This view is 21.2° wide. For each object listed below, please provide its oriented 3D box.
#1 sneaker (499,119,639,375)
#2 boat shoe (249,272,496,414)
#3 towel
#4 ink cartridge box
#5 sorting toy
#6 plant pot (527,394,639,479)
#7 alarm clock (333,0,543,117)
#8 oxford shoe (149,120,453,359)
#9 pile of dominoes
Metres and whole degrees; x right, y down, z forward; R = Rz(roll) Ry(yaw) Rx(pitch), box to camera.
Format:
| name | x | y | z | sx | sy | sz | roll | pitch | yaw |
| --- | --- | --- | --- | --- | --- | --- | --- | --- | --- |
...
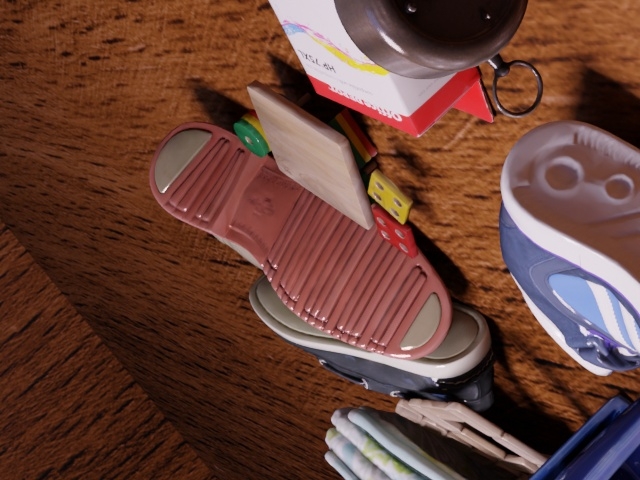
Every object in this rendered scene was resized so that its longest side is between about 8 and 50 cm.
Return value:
| name | x | y | z | sx | sy | sz | roll | pitch | yaw |
| --- | --- | --- | --- | --- | --- | --- | --- | --- | --- |
| sneaker | 0.268 | 0.054 | 1.242 | 0.323 | 0.130 | 0.236 | 36 | 168 | 23 |
| boat shoe | 0.059 | 0.108 | 1.844 | 0.340 | 0.127 | 0.113 | 12 | 139 | 42 |
| towel | 0.207 | 0.316 | 1.840 | 0.374 | 0.090 | 0.320 | 38 | -172 | 40 |
| ink cartridge box | 0.036 | -0.170 | 1.345 | 0.134 | 0.078 | 0.231 | 29 | 156 | 46 |
| sorting toy | 0.009 | -0.089 | 1.652 | 0.274 | 0.046 | 0.132 | 35 | 160 | 35 |
| plant pot | 0.286 | 0.278 | 1.513 | 0.236 | 0.236 | 0.212 | 47 | 169 | -4 |
| alarm clock | 0.089 | -0.161 | 1.150 | 0.192 | 0.129 | 0.064 | 50 | 162 | -16 |
| oxford shoe | 0.000 | 0.000 | 1.800 | 0.397 | 0.140 | 0.146 | 38 | -175 | 30 |
| pile of dominoes | 0.200 | 0.211 | 1.753 | 0.251 | 0.040 | 0.196 | 33 | 166 | -19 |
